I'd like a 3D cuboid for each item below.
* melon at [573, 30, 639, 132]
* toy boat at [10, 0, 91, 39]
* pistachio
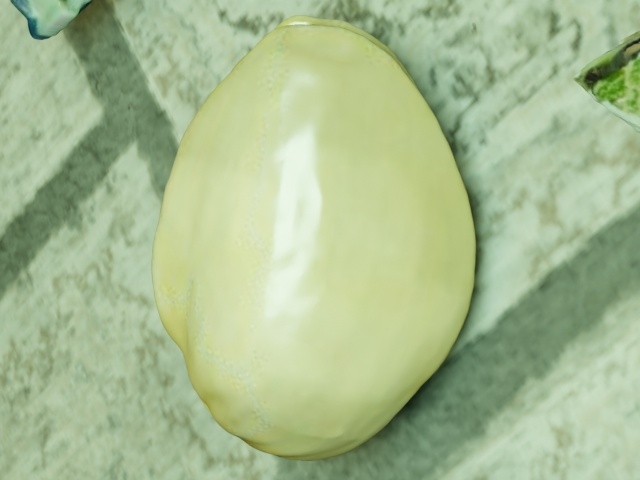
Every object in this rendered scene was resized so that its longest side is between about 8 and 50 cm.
[{"bbox_3d":[0.204,-0.060,0.703,0.202,0.093,0.139,-20,106,15],"label":"melon"},{"bbox_3d":[-0.152,-0.238,1.013,0.115,0.114,0.262,13,101,48],"label":"toy boat"},{"bbox_3d":[0.000,0.000,0.880,0.145,0.117,0.200,10,92,6],"label":"pistachio"}]
